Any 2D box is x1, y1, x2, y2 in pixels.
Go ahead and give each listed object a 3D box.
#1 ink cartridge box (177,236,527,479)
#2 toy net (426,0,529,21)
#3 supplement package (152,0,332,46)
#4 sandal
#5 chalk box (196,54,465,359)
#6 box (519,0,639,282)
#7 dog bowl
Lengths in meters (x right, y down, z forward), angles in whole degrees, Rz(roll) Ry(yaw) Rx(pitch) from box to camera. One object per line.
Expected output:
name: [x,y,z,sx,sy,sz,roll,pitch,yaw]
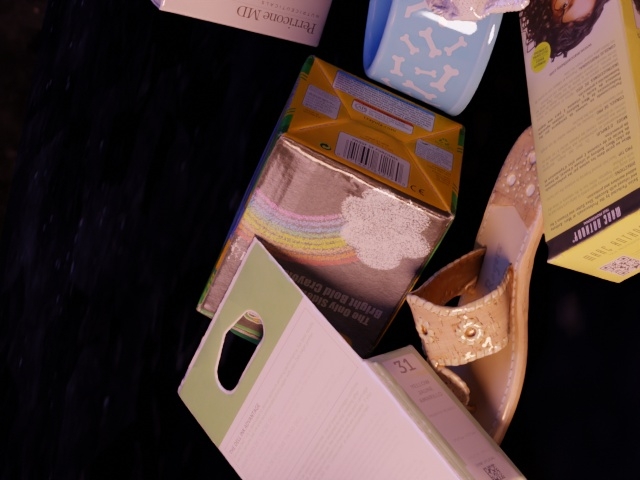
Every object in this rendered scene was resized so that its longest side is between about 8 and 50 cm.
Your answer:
ink cartridge box: [0.009,0.131,0.734,0.235,0.056,0.171,50,130,28]
toy net: [0.152,-0.221,0.640,0.232,0.045,0.122,-31,54,15]
supplement package: [-0.062,-0.370,1.079,0.175,0.178,0.293,51,128,56]
sandal: [0.094,0.033,0.709,0.088,0.079,0.240,29,103,62]
chalk box: [0.000,0.000,0.801,0.132,0.132,0.213,-74,11,-54]
box: [0.172,-0.098,0.650,0.087,0.058,0.232,-39,44,49]
dog bowl: [0.090,-0.242,0.799,0.166,0.074,0.297,123,157,-74]
